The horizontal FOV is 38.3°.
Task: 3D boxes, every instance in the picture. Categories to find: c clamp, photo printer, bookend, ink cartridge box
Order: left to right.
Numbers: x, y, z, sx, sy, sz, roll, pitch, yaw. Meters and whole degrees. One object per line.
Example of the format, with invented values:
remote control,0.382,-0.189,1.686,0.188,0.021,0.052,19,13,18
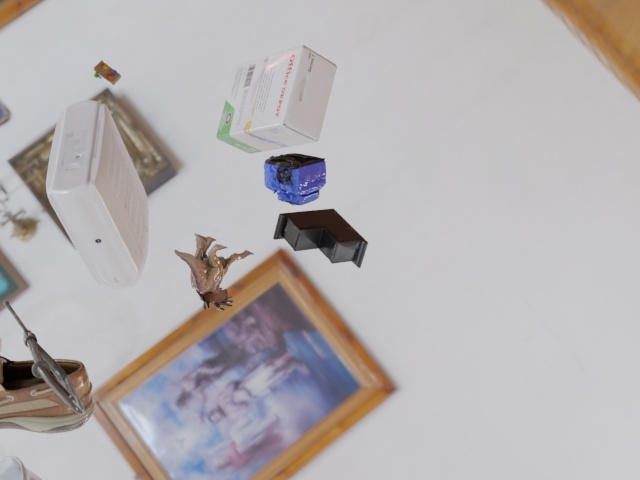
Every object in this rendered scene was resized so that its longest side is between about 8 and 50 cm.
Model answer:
c clamp,-0.356,0.159,1.183,0.160,0.022,0.137,34,159,56
photo printer,-0.414,-0.074,1.764,0.307,0.107,0.256,75,-173,-47
ink cartridge box,-0.107,-0.330,2.195,0.117,0.201,0.278,23,164,-37
bookend,0.000,0.000,2.139,0.157,0.156,0.072,45,131,41

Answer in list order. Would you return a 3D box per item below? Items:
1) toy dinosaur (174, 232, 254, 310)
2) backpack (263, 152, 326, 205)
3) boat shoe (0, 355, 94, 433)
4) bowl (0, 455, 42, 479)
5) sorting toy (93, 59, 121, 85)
toy dinosaur,-0.297,0.098,2.438,0.127,0.200,0.295,21,-178,19
backpack,-0.062,-0.130,1.922,0.120,0.098,0.101,18,111,40
boat shoe,-0.524,0.233,1.457,0.123,0.324,0.116,-122,36,-58
bowl,-0.658,0.623,1.963,0.134,0.298,0.298,31,-173,-33
sorting toy,-0.514,-0.399,2.207,0.062,0.012,0.083,41,-150,-14
